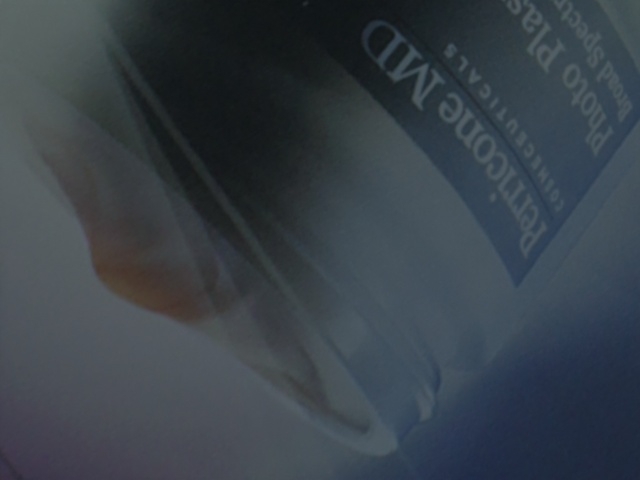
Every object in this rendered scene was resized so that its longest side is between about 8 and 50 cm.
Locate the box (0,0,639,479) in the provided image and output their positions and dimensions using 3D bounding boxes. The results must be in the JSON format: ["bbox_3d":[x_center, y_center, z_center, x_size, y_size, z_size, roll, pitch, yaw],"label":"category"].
[{"bbox_3d":[0.000,0.000,0.465,0.294,0.296,0.183,-39,11,-23],"label":"box"}]
